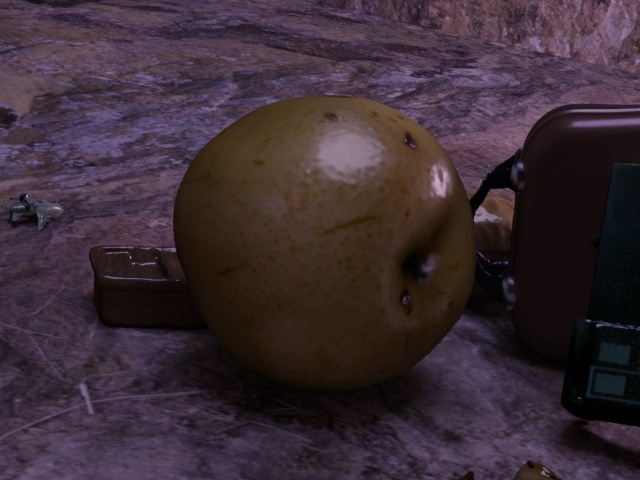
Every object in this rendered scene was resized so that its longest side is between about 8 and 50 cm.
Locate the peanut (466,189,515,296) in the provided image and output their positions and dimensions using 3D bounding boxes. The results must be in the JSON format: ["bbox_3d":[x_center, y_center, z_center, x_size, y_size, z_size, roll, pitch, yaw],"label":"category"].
[{"bbox_3d":[0.243,0.014,1.652,0.305,0.147,0.147,8,17,-20],"label":"peanut"}]

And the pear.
[{"bbox_3d":[0.000,0.000,1.333,0.309,0.309,0.309,7,18,-2],"label":"pear"}]

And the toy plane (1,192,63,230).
[{"bbox_3d":[-0.370,-0.041,1.706,0.083,0.033,0.080,-7,34,-39],"label":"toy plane"}]

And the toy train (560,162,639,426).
[{"bbox_3d":[0.346,0.056,1.305,0.178,0.330,0.138,6,-16,23],"label":"toy train"}]

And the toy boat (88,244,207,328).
[{"bbox_3d":[-0.163,0.052,1.472,0.188,0.061,0.116,2,18,-17],"label":"toy boat"}]

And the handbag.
[{"bbox_3d":[0.296,-0.010,1.491,0.283,0.302,0.149,4,15,8],"label":"handbag"}]

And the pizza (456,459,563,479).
[{"bbox_3d":[0.130,0.263,0.934,0.435,0.080,0.392,19,21,24],"label":"pizza"}]
